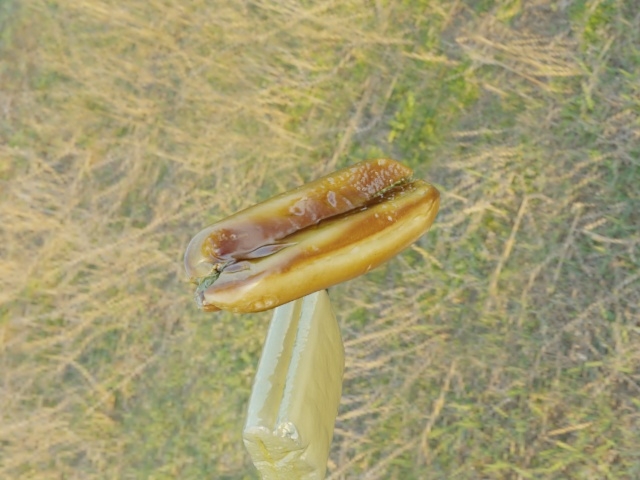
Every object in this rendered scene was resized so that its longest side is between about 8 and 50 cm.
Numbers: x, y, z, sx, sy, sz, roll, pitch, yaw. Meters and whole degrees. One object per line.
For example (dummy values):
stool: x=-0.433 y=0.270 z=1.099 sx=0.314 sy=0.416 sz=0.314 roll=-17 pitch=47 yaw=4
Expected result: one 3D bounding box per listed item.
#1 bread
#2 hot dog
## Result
bread: x=-0.018 y=0.141 z=0.931 sx=0.060 sy=0.139 sz=0.178 roll=-4 pitch=46 yaw=16
hot dog: x=0.000 y=0.000 z=0.829 sx=0.100 sy=0.250 sz=0.068 roll=40 pitch=139 yaw=36
